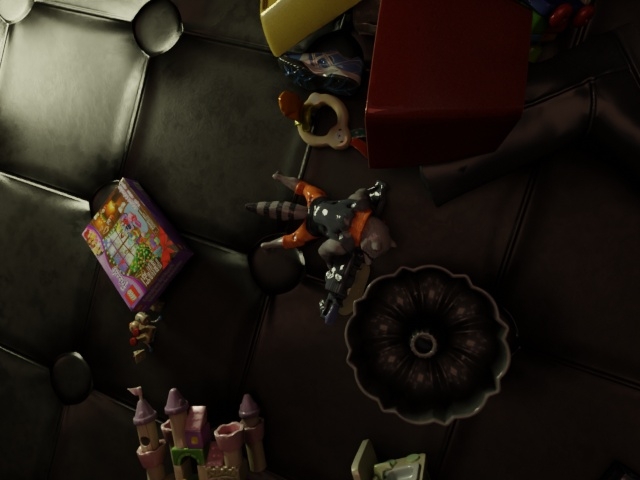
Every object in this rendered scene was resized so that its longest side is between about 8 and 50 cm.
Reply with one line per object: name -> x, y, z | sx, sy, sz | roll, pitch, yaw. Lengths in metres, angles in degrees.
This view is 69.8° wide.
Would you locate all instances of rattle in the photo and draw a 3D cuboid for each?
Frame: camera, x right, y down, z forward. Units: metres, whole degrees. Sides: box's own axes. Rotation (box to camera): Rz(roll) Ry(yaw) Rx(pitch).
rattle -> 0.024, -0.263, 1.021 | 0.199, 0.143, 0.130 | 41, 82, 17

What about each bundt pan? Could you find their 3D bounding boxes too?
bundt pan -> 0.223, 0.210, 0.977 | 0.331, 0.124, 0.331 | 0, 90, 15

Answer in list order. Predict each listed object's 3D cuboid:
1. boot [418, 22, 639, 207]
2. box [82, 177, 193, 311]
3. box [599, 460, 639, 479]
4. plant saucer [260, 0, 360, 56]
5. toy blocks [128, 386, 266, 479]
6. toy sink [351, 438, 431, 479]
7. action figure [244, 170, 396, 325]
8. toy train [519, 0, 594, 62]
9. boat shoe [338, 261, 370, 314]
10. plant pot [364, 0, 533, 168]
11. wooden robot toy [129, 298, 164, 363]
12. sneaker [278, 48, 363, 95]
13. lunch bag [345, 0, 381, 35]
boot -> 0.422, -0.169, 0.900 | 0.445, 0.146, 0.367 | -20, 76, 11
box -> -0.471, 0.007, 1.166 | 0.293, 0.057, 0.201 | 45, 102, 25
box -> 0.610, 0.592, 0.909 | 0.183, 0.059, 0.233 | 33, 100, 12
plant saucer -> -0.025, -0.605, 0.946 | 0.333, 0.081, 0.333 | -8, 78, 48
toy blocks -> -0.300, 0.459, 1.029 | 0.288, 0.309, 0.260 | -7, 95, 15
toy sink -> 0.178, 0.552, 0.981 | 0.131, 0.153, 0.234 | -21, 84, 15
action figure -> 0.000, 0.000, 0.999 | 0.330, 0.178, 0.341 | 10, 79, 33
toy train -> 0.453, -0.419, 0.909 | 0.105, 0.248, 0.143 | 55, 142, 22
boat shoe -> 0.076, 0.110, 1.060 | 0.049, 0.042, 0.133 | 22, 97, -6
plant pot -> 0.214, -0.276, 0.795 | 0.235, 0.267, 0.267 | 7, 83, 9
wooden robot toy -> -0.476, 0.227, 1.202 | 0.079, 0.076, 0.173 | 20, 96, 25
sneaker -> 0.002, -0.399, 1.063 | 0.211, 0.080, 0.081 | 20, 74, 14
lunch bag -> 0.226, -0.519, 0.916 | 0.305, 0.212, 0.256 | 20, 91, 13
